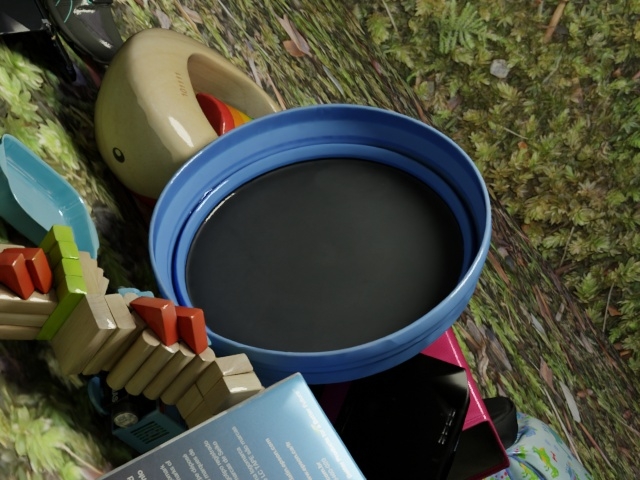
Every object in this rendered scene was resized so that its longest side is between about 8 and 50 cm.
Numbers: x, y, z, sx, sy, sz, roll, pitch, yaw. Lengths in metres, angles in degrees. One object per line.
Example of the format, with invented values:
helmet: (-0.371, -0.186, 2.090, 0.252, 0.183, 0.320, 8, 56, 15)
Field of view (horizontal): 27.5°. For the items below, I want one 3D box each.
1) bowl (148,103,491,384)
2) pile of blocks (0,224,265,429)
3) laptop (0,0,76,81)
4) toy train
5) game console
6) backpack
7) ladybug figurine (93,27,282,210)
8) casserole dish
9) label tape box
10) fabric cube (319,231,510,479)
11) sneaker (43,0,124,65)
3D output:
bowl: (0.000, 0.000, 1.506, 0.077, 0.391, 0.391, 81, -4, -47)
pile of blocks: (-0.194, 0.068, 1.304, 0.362, 0.112, 0.149, 27, 39, -20)
laptop: (-0.435, -0.319, 1.647, 0.234, 0.136, 0.264, 63, -6, 13)
toy train: (-0.200, 0.135, 1.418, 0.105, 0.080, 0.184, 49, 21, -42)
game console: (-0.026, 0.191, 1.454, 0.044, 0.361, 0.213, 71, 39, -64)
backpack: (0.330, 0.430, 2.060, 0.290, 0.273, 0.355, -21, 92, -78)
ladybug figurine: (-0.155, -0.122, 1.797, 0.449, 0.162, 0.305, 27, 37, -56)
casserole dish: (-0.311, -0.039, 1.446, 0.188, 0.037, 0.114, 46, 21, -52)
label tape box: (-0.105, 0.313, 1.209, 0.347, 0.115, 0.249, -26, 76, -28)
fabric cube: (0.057, 0.190, 1.614, 0.254, 0.259, 0.258, 57, 8, -65)
sneaker: (-0.340, -0.370, 1.821, 0.267, 0.106, 0.101, 58, 18, -2)
